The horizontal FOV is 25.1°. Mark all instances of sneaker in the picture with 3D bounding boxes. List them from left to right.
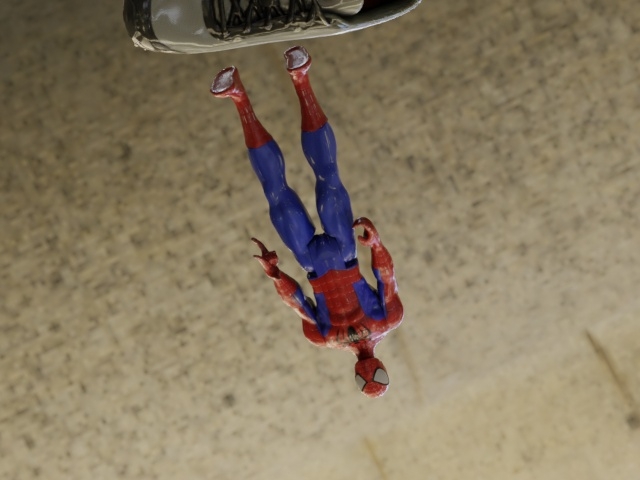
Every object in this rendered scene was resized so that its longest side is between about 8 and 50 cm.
[{"bbox_3d":[-0.034,-0.210,1.187,0.108,0.271,0.100,29,-52,55],"label":"sneaker"}]

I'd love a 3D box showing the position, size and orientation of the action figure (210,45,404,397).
[{"bbox_3d":[0.000,0.000,0.442,0.030,0.038,0.115,-97,167,-64],"label":"action figure"}]
